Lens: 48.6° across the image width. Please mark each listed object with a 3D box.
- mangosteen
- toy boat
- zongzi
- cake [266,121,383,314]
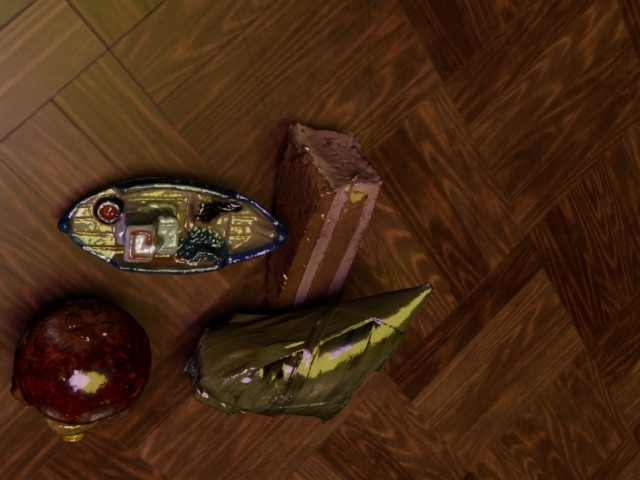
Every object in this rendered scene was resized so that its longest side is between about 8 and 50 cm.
[{"bbox_3d":[-0.272,0.151,0.830,0.145,0.156,0.181,-52,160,-33],"label":"mangosteen"},{"bbox_3d":[-0.165,-0.011,0.829,0.262,0.115,0.114,-2,110,-30],"label":"toy boat"},{"bbox_3d":[-0.019,0.125,0.913,0.251,0.125,0.274,11,134,-35],"label":"zongzi"},{"bbox_3d":[0.000,0.000,0.942,0.116,0.112,0.295,-7,125,-27],"label":"cake"}]
